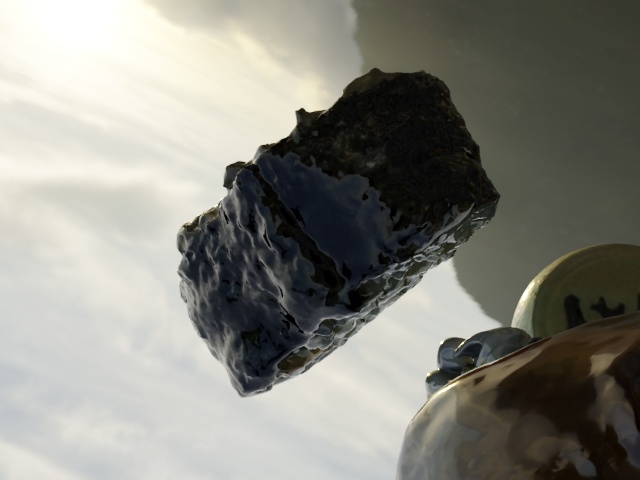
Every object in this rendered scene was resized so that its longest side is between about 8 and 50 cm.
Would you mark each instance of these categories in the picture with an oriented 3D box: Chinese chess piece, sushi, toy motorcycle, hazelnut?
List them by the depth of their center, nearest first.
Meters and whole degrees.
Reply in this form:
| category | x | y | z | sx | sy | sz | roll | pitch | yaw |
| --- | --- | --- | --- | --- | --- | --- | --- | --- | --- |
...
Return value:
| category | x | y | z | sx | sy | sz | roll | pitch | yaw |
| --- | --- | --- | --- | --- | --- | --- | --- | --- | --- |
| hazelnut | 0.106 | 0.107 | 0.366 | 0.170 | 0.160 | 0.202 | 2 | 159 | -31 |
| toy motorcycle | 0.132 | 0.149 | 0.895 | 0.074 | 0.228 | 0.151 | 1 | -143 | -35 |
| sushi | 0.000 | 0.000 | 0.992 | 0.211 | 0.350 | 0.171 | -26 | -103 | -43 |
| Chinese chess piece | 0.344 | 0.123 | 1.253 | 0.250 | 0.250 | 0.101 | 29 | 155 | 13 |
